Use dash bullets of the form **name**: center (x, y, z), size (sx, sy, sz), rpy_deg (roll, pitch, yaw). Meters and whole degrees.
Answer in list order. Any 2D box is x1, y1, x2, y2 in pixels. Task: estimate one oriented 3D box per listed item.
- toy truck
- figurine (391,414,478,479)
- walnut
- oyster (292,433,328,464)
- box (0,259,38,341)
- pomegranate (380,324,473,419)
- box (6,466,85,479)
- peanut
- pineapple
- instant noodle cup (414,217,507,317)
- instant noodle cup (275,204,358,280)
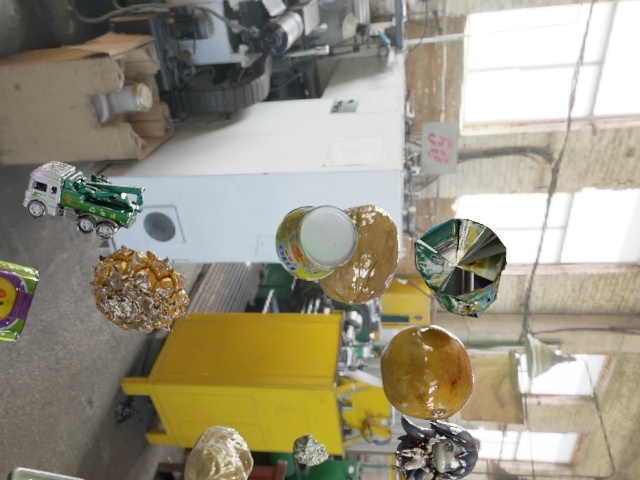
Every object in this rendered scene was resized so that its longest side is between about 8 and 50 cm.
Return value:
- **toy truck**: center (-0.758, -0.135, 1.754), size (0.177, 0.363, 0.178), rpy_deg (-87, -167, -67)
- **figurine**: center (0.347, 0.648, 1.662), size (0.197, 0.264, 0.175), rpy_deg (-74, 175, -67)
- **walnut**: center (0.117, 0.041, 1.680), size (0.277, 0.251, 0.313), rpy_deg (78, 22, -68)
- **oyster**: center (-0.020, 0.484, 1.225), size (0.100, 0.098, 0.037), rpy_deg (39, 33, -21)
- **box**: center (-0.627, 0.060, 0.812), size (0.345, 0.097, 0.134), rpy_deg (24, 73, -47)
- **pomegranate**: center (0.277, 0.350, 1.454), size (0.264, 0.264, 0.265), rpy_deg (-1, 90, -80)
- **box**: center (-0.536, 0.516, 1.017), size (0.172, 0.092, 0.124), rpy_deg (39, 21, -40)
- **peanut**: center (-0.227, 0.512, 1.213), size (0.325, 0.153, 0.140), rpy_deg (156, -54, -78)
- **pineapple**: center (-0.373, 0.112, 1.090), size (0.076, 0.224, 0.225), rpy_deg (-83, 168, -59)
- **instant noodle cup**: center (0.377, 0.084, 1.433), size (0.178, 0.240, 0.240), rpy_deg (60, 29, -54)
- **instant noodle cup**: center (0.000, 0.000, 1.390), size (0.153, 0.204, 0.205), rpy_deg (164, -72, -67)
